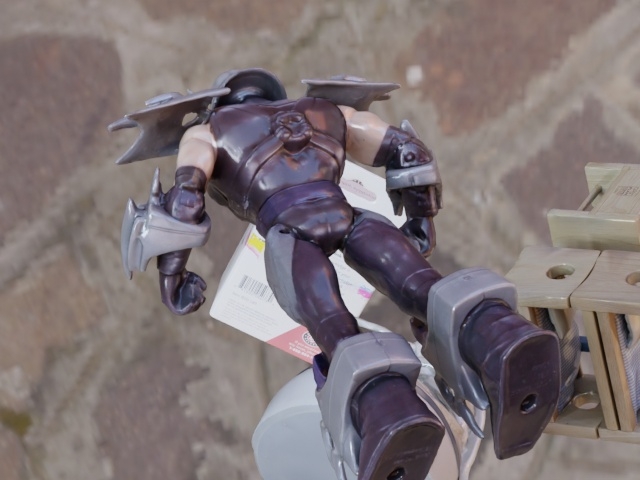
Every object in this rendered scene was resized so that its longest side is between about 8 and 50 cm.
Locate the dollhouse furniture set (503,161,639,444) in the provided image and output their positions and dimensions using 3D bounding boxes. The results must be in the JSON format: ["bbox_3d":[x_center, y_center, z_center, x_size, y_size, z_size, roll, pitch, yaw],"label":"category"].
[{"bbox_3d":[0.235,0.044,1.453,0.129,0.129,0.183,5,35,32],"label":"dollhouse furniture set"}]

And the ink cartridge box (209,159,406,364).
[{"bbox_3d":[0.000,0.000,1.623,0.115,0.198,0.067,26,34,-6],"label":"ink cartridge box"}]

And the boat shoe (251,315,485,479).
[{"bbox_3d":[0.053,0.123,1.287,0.136,0.367,0.156,21,68,14],"label":"boat shoe"}]

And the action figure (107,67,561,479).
[{"bbox_3d":[0.000,0.004,0.972,0.185,0.099,0.285,-17,47,-19],"label":"action figure"}]
